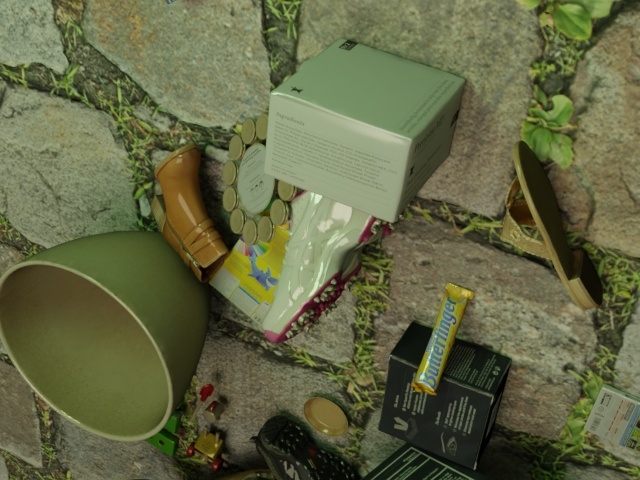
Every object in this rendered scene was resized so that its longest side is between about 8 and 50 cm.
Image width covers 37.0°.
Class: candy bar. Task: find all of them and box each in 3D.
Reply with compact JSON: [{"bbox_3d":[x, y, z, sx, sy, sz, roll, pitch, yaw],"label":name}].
[{"bbox_3d":[0.167,0.137,1.315,0.040,0.161,0.018,18,165,17],"label":"candy bar"}]

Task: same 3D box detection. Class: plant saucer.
[{"bbox_3d":[0.011,0.289,1.586,0.084,0.015,0.083,16,128,22],"label":"plant saucer"}]

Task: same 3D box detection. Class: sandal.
[{"bbox_3d":[0.263,-0.004,1.186,0.079,0.088,0.240,-20,113,33],"label":"sandal"}]

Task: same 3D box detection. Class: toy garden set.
[{"bbox_3d":[-0.250,0.297,1.732,0.204,0.049,0.244,26,130,16],"label":"toy garden set"}]

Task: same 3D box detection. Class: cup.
[{"bbox_3d":[-0.307,0.113,1.512,0.331,0.237,0.331,16,128,22],"label":"cup"}]

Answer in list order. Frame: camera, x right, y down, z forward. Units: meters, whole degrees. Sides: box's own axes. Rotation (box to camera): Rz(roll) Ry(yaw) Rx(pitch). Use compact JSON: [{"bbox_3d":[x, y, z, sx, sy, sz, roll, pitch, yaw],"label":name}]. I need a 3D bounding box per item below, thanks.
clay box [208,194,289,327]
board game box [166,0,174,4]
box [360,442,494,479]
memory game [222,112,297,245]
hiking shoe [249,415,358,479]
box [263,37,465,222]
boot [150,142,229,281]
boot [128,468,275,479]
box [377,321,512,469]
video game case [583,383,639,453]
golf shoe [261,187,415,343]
[{"bbox_3d":[-0.065,0.030,1.432,0.127,0.053,0.222,40,130,0],"label":"clay box"},{"bbox_3d":[-0.154,-0.401,1.207,0.201,0.035,0.136,-17,110,38],"label":"board game box"},{"bbox_3d":[0.140,0.475,1.381,0.294,0.296,0.182,14,134,61],"label":"box"},{"bbox_3d":[-0.087,-0.084,1.327,0.186,0.012,0.186,-3,87,54],"label":"memory game"},{"bbox_3d":[-0.022,0.400,1.651,0.227,0.086,0.114,46,146,4],"label":"hiking shoe"},{"bbox_3d":[0.054,-0.139,1.159,0.182,0.181,0.119,22,130,18],"label":"box"},{"bbox_3d":[-0.183,-0.040,1.417,0.152,0.073,0.197,55,150,18],"label":"boot"},{"bbox_3d":[-0.221,0.461,1.739,0.270,0.236,0.089,-23,66,42],"label":"boot"},{"bbox_3d":[0.178,0.224,1.388,0.158,0.093,0.155,20,129,18],"label":"box"},{"bbox_3d":[0.431,0.252,1.308,0.122,0.011,0.087,23,129,17],"label":"video game case"},{"bbox_3d":[0.000,0.000,1.301,0.140,0.115,0.306,40,104,17],"label":"golf shoe"}]
